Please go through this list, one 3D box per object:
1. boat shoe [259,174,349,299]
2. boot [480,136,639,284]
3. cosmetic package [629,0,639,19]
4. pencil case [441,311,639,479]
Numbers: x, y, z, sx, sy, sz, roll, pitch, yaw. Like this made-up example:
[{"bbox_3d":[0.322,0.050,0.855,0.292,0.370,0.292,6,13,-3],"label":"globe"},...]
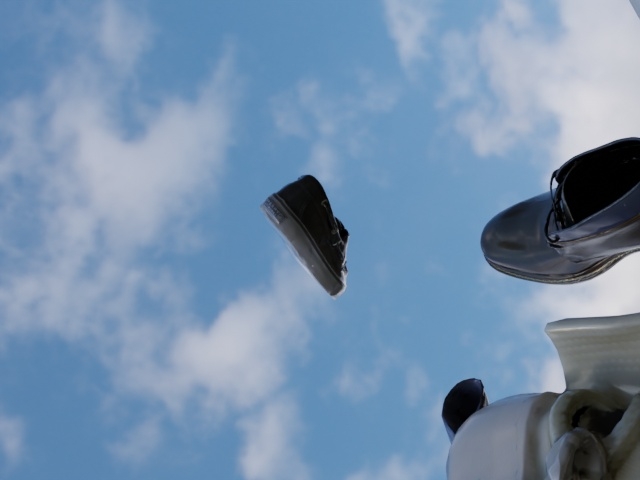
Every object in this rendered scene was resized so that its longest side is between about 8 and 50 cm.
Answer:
[{"bbox_3d":[0.000,0.000,0.767,0.040,0.049,0.142,-41,-25,-4],"label":"boat shoe"},{"bbox_3d":[0.166,-0.025,0.743,0.106,0.219,0.082,21,-112,-37],"label":"boot"},{"bbox_3d":[0.322,-0.445,1.065,0.161,0.230,0.453,-26,-95,-39],"label":"cosmetic package"},{"bbox_3d":[0.033,0.222,0.269,0.183,0.160,0.410,48,-125,-26],"label":"pencil case"}]
